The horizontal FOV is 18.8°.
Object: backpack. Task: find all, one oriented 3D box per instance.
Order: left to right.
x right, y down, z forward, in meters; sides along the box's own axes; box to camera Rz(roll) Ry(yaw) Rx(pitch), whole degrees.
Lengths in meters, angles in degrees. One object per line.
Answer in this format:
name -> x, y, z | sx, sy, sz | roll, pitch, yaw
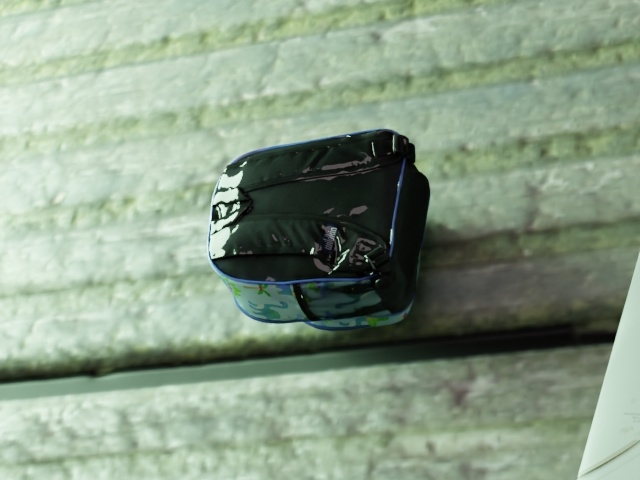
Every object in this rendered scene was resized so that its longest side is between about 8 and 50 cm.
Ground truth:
backpack -> 0.000, 0.000, 1.074 | 0.114, 0.084, 0.105 | -4, 55, 19

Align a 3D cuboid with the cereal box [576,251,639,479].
cereal box -> 0.228, 0.061, 0.937 | 0.173, 0.047, 0.240 | 3, 59, 29
